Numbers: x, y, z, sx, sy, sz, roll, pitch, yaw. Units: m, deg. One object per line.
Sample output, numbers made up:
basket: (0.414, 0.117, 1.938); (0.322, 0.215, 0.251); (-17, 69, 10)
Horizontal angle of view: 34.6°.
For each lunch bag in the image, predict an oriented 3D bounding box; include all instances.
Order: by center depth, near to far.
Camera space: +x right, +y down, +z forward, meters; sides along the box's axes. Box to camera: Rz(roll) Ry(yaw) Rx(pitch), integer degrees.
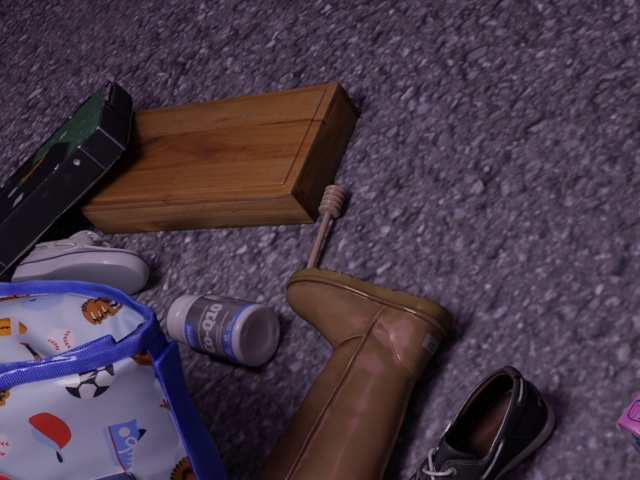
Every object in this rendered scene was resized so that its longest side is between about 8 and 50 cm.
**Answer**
lunch bag: (-0.271, 0.222, 1.070); (0.385, 0.328, 0.239); (-2, 27, 32)

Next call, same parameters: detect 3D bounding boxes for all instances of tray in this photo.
tray: (-0.158, -0.118, 1.523); (0.411, 0.076, 0.203); (-3, 52, 36)

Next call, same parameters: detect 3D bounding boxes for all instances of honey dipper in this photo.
honey dipper: (0.000, 0.000, 1.330); (0.030, 0.030, 0.160); (-5, 53, 34)

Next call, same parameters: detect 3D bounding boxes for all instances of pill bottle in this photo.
pill bottle: (-0.124, 0.108, 1.283); (0.137, 0.078, 0.078); (8, 58, 41)

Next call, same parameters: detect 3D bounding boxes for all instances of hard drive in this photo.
hard drive: (-0.435, -0.093, 1.637); (0.339, 0.064, 0.237); (-43, 25, 13)

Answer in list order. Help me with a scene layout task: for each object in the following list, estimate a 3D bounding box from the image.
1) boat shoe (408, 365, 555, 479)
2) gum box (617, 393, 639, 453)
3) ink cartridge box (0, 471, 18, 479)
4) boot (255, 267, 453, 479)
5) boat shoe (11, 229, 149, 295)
boat shoe: (0.125, 0.221, 0.996); (0.233, 0.079, 0.084); (-46, 42, -6)
gum box: (0.369, 0.130, 0.905); (0.188, 0.062, 0.107); (-47, 41, -9)
ink cartridge box: (-0.289, 0.372, 0.954); (0.296, 0.261, 0.066); (-58, 16, 15)
boot: (-0.002, 0.168, 1.132); (0.236, 0.089, 0.269); (9, 61, 42)
boat shoe: (-0.348, 0.030, 1.519); (0.267, 0.096, 0.088); (-10, 52, 41)
